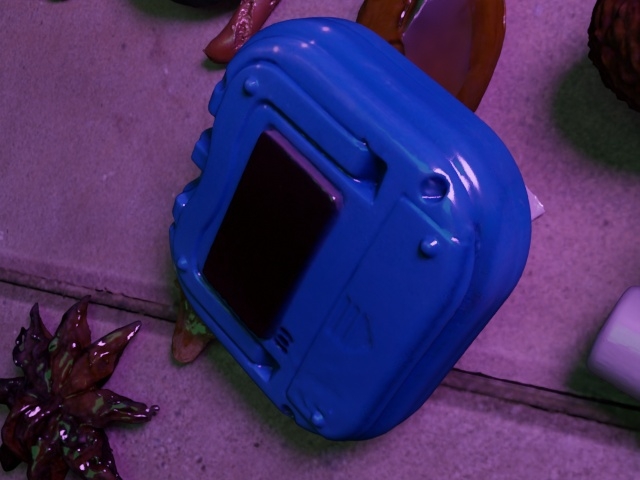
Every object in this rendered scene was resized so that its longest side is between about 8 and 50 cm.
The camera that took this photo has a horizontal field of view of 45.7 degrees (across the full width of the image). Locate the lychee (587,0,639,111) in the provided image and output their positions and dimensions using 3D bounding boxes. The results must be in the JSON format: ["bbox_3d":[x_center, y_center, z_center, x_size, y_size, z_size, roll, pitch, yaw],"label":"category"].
[{"bbox_3d":[0.302,-0.163,0.557,0.194,0.194,0.194,-3,83,27],"label":"lychee"}]

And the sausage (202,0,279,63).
[{"bbox_3d":[-0.073,-0.259,0.836,0.158,0.036,0.042,-52,54,13],"label":"sausage"}]

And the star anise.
[{"bbox_3d":[-0.312,0.183,0.875,0.272,0.102,0.272,-5,79,26],"label":"star anise"}]

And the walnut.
[{"bbox_3d":[0.095,-0.182,0.691,0.137,0.137,0.245,17,98,27],"label":"walnut"}]

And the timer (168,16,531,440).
[{"bbox_3d":[0.000,0.000,0.668,0.309,0.115,0.340,46,131,22],"label":"timer"}]

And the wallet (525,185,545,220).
[{"bbox_3d":[0.163,-0.019,0.704,0.083,0.011,0.044,-39,69,19],"label":"wallet"}]

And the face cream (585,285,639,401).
[{"bbox_3d":[0.353,0.140,0.550,0.314,0.089,0.143,30,84,24],"label":"face cream"}]

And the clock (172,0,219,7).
[{"bbox_3d":[-0.114,-0.400,0.841,0.280,0.055,0.280,-8,74,31],"label":"clock"}]

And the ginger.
[{"bbox_3d":[-0.135,0.070,0.831,0.057,0.044,0.137,7,94,-2],"label":"ginger"}]
